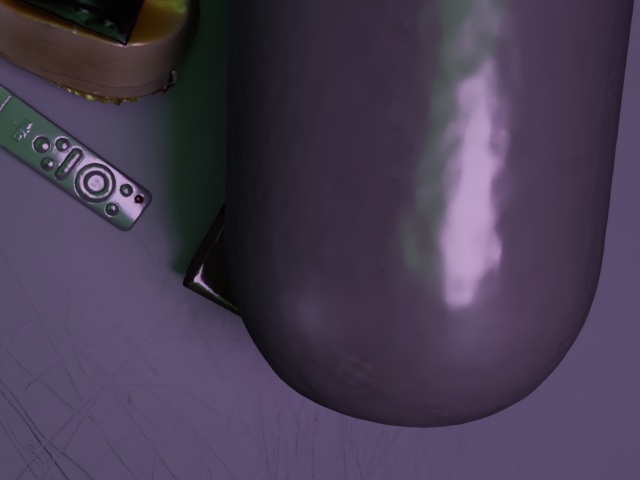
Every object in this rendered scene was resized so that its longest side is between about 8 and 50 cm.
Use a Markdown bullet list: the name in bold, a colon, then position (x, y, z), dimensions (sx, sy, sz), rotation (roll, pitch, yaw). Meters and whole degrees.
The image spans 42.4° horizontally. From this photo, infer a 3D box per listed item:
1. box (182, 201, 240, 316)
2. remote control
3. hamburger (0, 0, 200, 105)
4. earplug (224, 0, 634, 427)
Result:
- **box**: position (0.000, 0.000, 0.852), dimensions (0.215, 0.086, 0.215), rotation (30, 87, -16)
- **remote control**: position (-0.251, -0.079, 0.807), dimensions (0.184, 0.027, 0.050), rotation (38, 86, -20)
- **hamburger**: position (-0.217, -0.222, 0.761), dimensions (0.210, 0.116, 0.173), rotation (15, 83, -12)
- **earplug**: position (0.074, -0.057, 0.671), dimensions (0.312, 0.312, 0.394), rotation (2, 97, -16)
